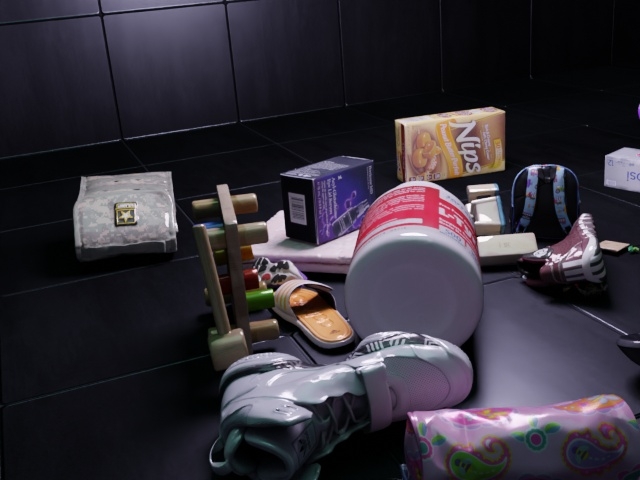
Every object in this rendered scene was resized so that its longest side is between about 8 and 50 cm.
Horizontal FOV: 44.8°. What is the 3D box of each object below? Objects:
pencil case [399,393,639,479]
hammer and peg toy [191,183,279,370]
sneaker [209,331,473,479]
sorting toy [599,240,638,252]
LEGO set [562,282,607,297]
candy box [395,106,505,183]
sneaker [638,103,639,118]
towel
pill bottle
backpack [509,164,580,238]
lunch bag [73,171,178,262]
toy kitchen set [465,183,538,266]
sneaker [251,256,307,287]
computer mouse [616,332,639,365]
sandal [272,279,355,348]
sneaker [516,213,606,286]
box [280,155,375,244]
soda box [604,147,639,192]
[{"bbox_3d":[0.242,0.259,0.952,0.284,0.124,0.124,-6,20,-1],"label":"pencil case"},{"bbox_3d":[-0.146,0.059,1.359,0.127,0.266,0.361,-8,19,-8],"label":"hammer and peg toy"},{"bbox_3d":[0.027,0.235,1.040,0.366,0.137,0.210,-7,20,8],"label":"sneaker"},{"bbox_3d":[0.636,0.016,1.667,0.062,0.012,0.083,-15,18,-38],"label":"sorting toy"},{"bbox_3d":[0.505,0.095,1.477,0.054,0.023,0.083,-16,10,-35],"label":"LEGO set"},{"bbox_3d":[0.384,-0.281,2.289,0.316,0.183,0.087,-9,21,-11],"label":"candy box"},{"bbox_3d":[0.916,-0.264,2.083,0.102,0.293,0.146,-57,22,-15],"label":"sneaker"},{"bbox_3d":[0.000,0.000,1.800,0.317,0.053,0.332,1,20,18],"label":"towel"},{"bbox_3d":[0.175,0.029,1.421,0.229,0.229,0.407,-1,21,9],"label":"pill bottle"},{"bbox_3d":[0.511,-0.097,1.771,0.158,0.173,0.117,0,21,16],"label":"backpack"},{"bbox_3d":[-0.470,-0.052,1.893,0.235,0.169,0.287,-5,27,-11],"label":"lunch bag"},{"bbox_3d":[0.396,-0.011,1.730,0.122,0.166,0.207,-4,57,4],"label":"toy kitchen set"},{"bbox_3d":[-0.093,0.080,1.611,0.071,0.068,0.170,34,-17,-35],"label":"sneaker"},{"bbox_3d":[0.593,0.170,1.167,0.262,0.060,0.184,-4,2,-24],"label":"computer mouse"},{"bbox_3d":[-0.012,0.117,1.445,0.102,0.076,0.265,-14,21,-24],"label":"sandal"},{"bbox_3d":[0.479,0.022,1.567,0.163,0.106,0.281,-13,8,19],"label":"sneaker"},{"bbox_3d":[0.021,-0.096,1.760,0.108,0.153,0.207,13,26,42],"label":"box"},{"bbox_3d":[0.888,-0.170,2.007,0.098,0.091,0.286,-21,25,-35],"label":"soda box"}]
